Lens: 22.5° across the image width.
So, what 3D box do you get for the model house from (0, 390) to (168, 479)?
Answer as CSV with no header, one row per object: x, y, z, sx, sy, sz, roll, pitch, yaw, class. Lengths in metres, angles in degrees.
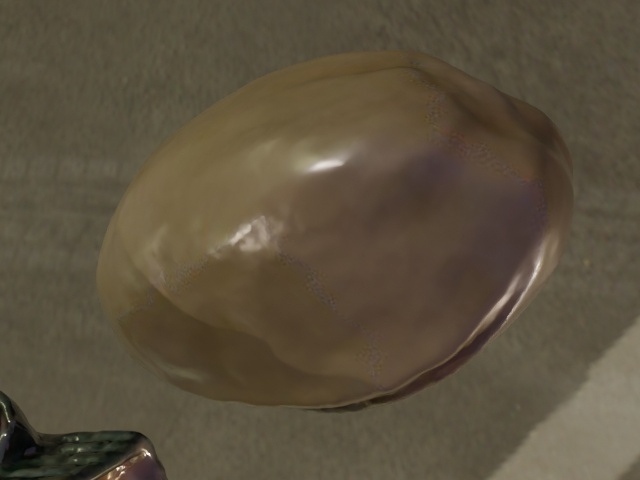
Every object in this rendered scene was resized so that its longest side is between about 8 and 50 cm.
-0.157,0.127,0.635,0.182,0.172,0.166,-2,152,27,model house

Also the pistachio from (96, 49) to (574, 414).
0.000,0.000,0.619,0.226,0.136,0.136,-19,122,44,pistachio
